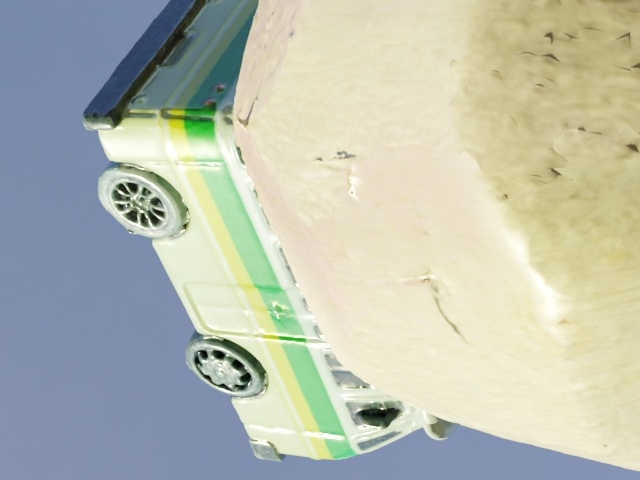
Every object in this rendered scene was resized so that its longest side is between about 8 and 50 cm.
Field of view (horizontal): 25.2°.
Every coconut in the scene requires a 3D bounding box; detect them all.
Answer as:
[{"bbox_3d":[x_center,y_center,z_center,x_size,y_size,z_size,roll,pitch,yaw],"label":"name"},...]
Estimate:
[{"bbox_3d":[0.083,-0.048,0.467,0.227,0.230,0.227,-7,-79,-39],"label":"coconut"}]

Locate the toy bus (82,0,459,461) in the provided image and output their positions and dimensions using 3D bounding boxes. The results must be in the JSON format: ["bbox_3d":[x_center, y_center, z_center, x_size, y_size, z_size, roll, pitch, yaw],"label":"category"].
[{"bbox_3d":[0.000,0.000,0.802,0.133,0.165,0.276,-61,-39,-38],"label":"toy bus"}]
